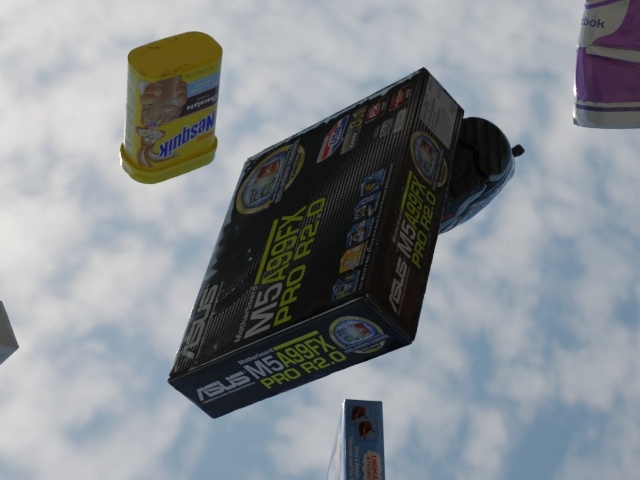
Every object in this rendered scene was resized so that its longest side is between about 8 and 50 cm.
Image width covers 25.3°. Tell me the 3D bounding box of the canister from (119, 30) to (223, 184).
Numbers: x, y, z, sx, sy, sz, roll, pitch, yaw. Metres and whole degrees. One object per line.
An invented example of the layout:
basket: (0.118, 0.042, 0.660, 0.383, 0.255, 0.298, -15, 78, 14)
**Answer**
canister: (-0.183, -0.164, 1.753, 0.126, 0.170, 0.073, -23, -127, -29)

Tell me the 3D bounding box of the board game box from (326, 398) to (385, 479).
board game box: (0.029, 0.264, 1.200, 0.039, 0.160, 0.211, 2, -123, -5)

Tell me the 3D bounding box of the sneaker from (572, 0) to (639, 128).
sneaker: (0.375, -0.191, 1.344, 0.282, 0.161, 0.102, -4, -168, -19)

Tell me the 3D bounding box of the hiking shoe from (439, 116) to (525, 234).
hiking shoe: (0.106, -0.025, 1.685, 0.304, 0.132, 0.113, -30, -109, 14)

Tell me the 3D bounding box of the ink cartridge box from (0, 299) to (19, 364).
ink cartridge box: (-0.349, 0.104, 1.247, 0.135, 0.099, 0.056, -40, -121, 22)

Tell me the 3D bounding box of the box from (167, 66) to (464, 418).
box: (0.000, 0.000, 1.177, 0.216, 0.060, 0.270, -23, -145, 36)
